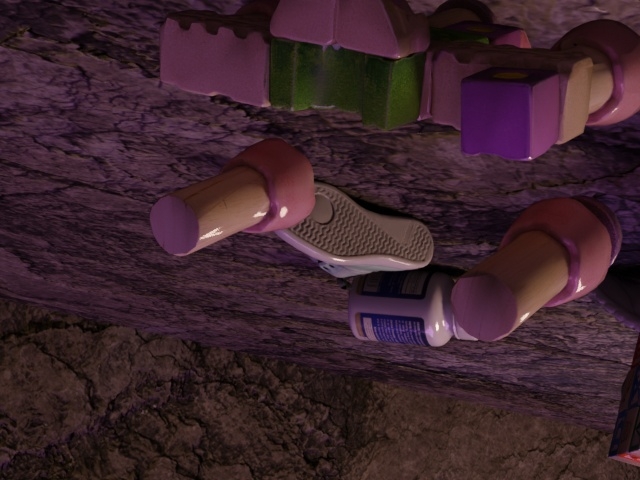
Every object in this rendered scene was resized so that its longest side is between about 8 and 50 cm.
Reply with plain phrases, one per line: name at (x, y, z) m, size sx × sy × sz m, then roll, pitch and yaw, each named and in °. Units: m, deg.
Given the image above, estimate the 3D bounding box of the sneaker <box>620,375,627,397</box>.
sneaker at (0.436, 0.091, 1.372) m, size 0.295 × 0.124 × 0.178 m, roll -41°, pitch 131°, yaw 21°

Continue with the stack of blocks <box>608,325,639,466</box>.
stack of blocks at (0.347, 0.057, 1.067) m, size 0.087 × 0.297 × 0.171 m, roll 16°, pitch 168°, yaw 6°

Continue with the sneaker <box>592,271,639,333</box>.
sneaker at (0.481, 0.087, 1.539) m, size 0.281 × 0.115 × 0.105 m, roll 24°, pitch -177°, yaw 42°

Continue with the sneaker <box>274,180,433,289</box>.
sneaker at (0.000, 0.001, 1.495) m, size 0.256 × 0.094 × 0.151 m, roll 17°, pitch 159°, yaw -38°

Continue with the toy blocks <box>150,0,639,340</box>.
toy blocks at (0.075, -0.134, 0.771) m, size 0.289 × 0.309 × 0.260 m, roll 15°, pitch -156°, yaw 30°

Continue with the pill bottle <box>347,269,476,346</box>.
pill bottle at (0.145, 0.099, 1.778) m, size 0.187 × 0.112 × 0.112 m, roll 4°, pitch 165°, yaw 23°
